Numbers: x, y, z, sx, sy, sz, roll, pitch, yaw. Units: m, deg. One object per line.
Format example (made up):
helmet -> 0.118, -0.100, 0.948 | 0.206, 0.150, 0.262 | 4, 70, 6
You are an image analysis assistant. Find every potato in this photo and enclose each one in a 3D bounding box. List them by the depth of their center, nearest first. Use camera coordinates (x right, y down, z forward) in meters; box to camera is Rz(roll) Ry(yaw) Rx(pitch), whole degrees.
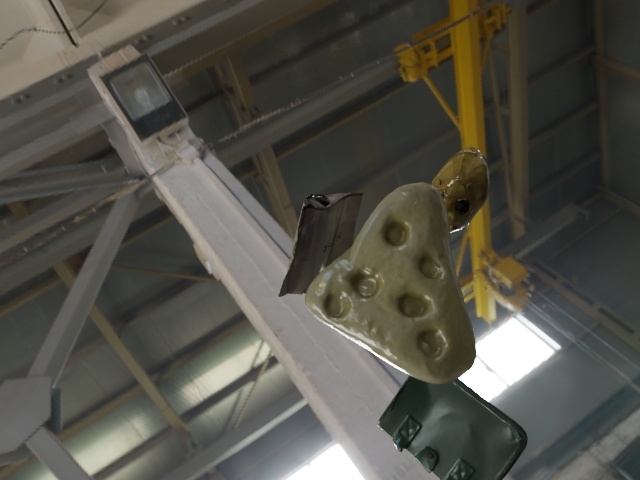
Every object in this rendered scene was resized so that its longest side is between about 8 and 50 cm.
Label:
potato -> 0.354, -0.130, 1.626 | 0.173, 0.140, 0.300 | -55, -1, 43

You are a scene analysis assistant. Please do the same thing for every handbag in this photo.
handbag -> 0.332, 0.485, 1.616 | 0.238, 0.326, 0.089 | -56, -26, 2

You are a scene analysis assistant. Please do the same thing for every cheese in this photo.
cheese -> 0.193, 0.090, 1.215 | 0.351, 0.328, 0.129 | -48, -22, -8

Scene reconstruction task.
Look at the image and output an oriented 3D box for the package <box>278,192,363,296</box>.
package -> 0.000, 0.000, 1.339 | 0.251, 0.062, 0.203 | -16, -54, -57
